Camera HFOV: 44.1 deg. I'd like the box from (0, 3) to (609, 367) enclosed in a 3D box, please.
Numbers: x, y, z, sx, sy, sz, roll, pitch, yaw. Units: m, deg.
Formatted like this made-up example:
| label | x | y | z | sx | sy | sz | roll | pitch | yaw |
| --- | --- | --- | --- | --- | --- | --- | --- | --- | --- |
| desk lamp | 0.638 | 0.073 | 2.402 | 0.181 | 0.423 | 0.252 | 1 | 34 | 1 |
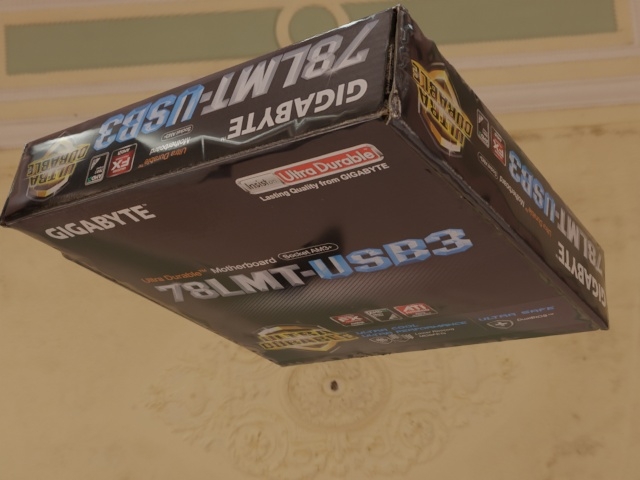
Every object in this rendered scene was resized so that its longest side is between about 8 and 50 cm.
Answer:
| label | x | y | z | sx | sy | sz | roll | pitch | yaw |
| --- | --- | --- | --- | --- | --- | --- | --- | --- | --- |
| box | 0.000 | 0.000 | 0.527 | 0.295 | 0.293 | 0.073 | -11 | -120 | 34 |
